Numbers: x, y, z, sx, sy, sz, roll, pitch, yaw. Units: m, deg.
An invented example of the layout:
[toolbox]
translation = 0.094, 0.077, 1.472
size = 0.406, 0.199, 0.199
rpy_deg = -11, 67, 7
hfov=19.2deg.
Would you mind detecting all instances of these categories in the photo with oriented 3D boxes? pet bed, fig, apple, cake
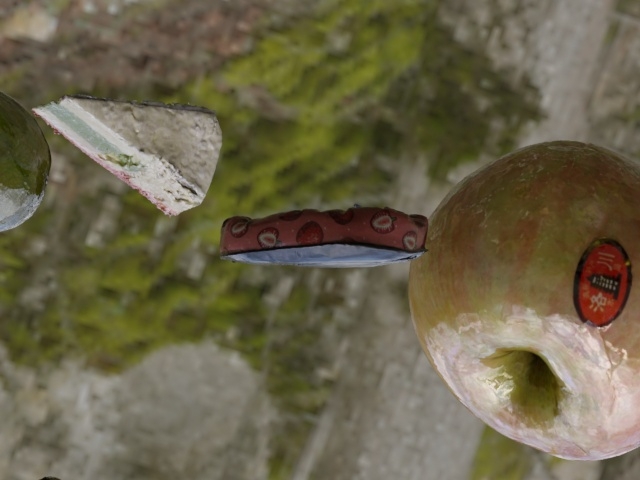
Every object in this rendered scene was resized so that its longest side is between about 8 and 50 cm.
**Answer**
[pet bed]
translation = 0.000, 0.000, 1.742
size = 0.201, 0.053, 0.201
rpy_deg = -2, 176, 0
[fig]
translation = -0.320, -0.102, 1.850
size = 0.126, 0.185, 0.133
rpy_deg = 8, -138, -16
[apple]
translation = 0.306, 0.064, 2.367
size = 0.391, 0.391, 0.346
rpy_deg = 23, -129, 15
[cake]
translation = -0.204, -0.133, 2.132
size = 0.220, 0.117, 0.086
rpy_deg = 38, 149, -27

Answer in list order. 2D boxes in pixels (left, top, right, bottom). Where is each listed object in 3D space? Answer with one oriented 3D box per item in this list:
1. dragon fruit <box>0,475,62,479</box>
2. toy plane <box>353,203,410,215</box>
[dragon fruit]
translation = -0.257, 0.227, 1.371
size = 0.246, 0.125, 0.125
rpy_deg = -1, 155, 34
[toy plane]
translation = 0.093, -0.022, 2.463
size = 0.120, 0.031, 0.049
rpy_deg = 12, -164, -45
